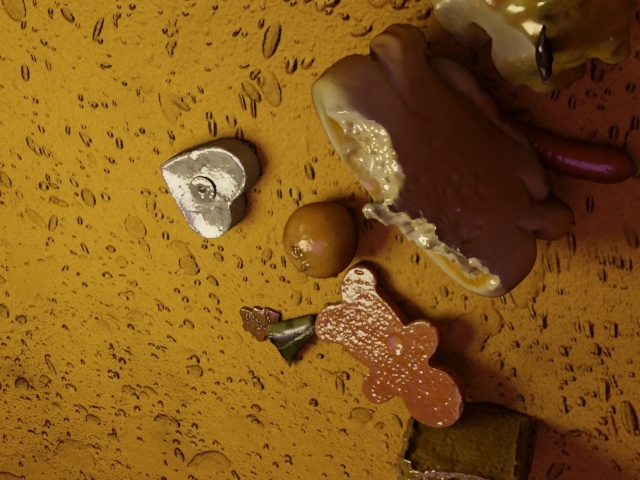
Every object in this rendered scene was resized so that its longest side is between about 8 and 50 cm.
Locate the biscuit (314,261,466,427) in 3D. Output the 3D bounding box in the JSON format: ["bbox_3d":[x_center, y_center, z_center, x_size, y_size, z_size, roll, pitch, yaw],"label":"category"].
[{"bbox_3d":[0.136,0.204,1.717,0.324,0.049,0.205,43,118,17],"label":"biscuit"}]

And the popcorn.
[{"bbox_3d":[0.289,-0.356,1.270,0.315,0.281,0.297,60,155,-9],"label":"popcorn"}]

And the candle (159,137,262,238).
[{"bbox_3d":[-0.205,-0.108,1.719,0.169,0.068,0.192,27,120,9],"label":"candle"}]

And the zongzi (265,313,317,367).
[{"bbox_3d":[-0.037,0.197,1.826,0.104,0.052,0.113,-13,124,22],"label":"zongzi"}]

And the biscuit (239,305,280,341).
[{"bbox_3d":[-0.115,0.159,1.854,0.092,0.016,0.082,-19,107,32],"label":"biscuit"}]

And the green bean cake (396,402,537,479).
[{"bbox_3d":[0.262,0.399,1.698,0.230,0.224,0.131,4,118,17],"label":"green bean cake"}]

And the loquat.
[{"bbox_3d":[0.000,0.000,1.649,0.141,0.141,0.141,10,120,18],"label":"loquat"}]

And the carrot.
[{"bbox_3d":[0.355,-0.144,1.469,0.271,0.062,0.066,21,156,16],"label":"carrot"}]

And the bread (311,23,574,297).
[{"bbox_3d":[0.176,-0.114,1.399,0.245,0.329,0.424,-40,98,11],"label":"bread"}]
